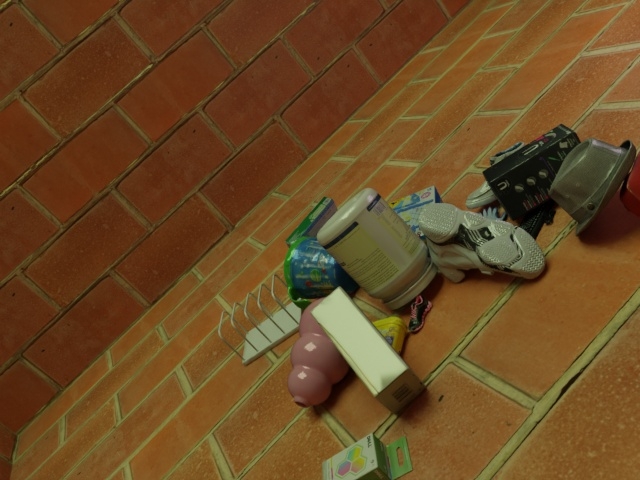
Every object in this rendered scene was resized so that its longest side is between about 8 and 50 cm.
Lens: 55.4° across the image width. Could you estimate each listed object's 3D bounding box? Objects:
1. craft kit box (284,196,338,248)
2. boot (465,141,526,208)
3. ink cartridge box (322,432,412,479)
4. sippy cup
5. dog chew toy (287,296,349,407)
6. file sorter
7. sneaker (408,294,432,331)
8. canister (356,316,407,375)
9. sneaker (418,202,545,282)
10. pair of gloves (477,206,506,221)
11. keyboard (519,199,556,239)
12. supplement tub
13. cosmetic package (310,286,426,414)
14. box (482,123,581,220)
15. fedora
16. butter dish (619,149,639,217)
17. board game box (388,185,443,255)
[{"bbox_3d":[0.000,0.000,2.365,0.061,0.246,0.250,20,61,42],"label":"craft kit box"},{"bbox_3d":[0.559,-0.212,1.950,0.258,0.123,0.095,-32,18,-2],"label":"boot"},{"bbox_3d":[0.104,0.526,1.420,0.209,0.062,0.109,-35,22,14],"label":"ink cartridge box"},{"bbox_3d":[0.026,0.102,2.181,0.224,0.240,0.305,1,83,45],"label":"sippy cup"},{"bbox_3d":[0.006,0.333,1.794,0.207,0.207,0.331,-15,42,48],"label":"dog chew toy"},{"bbox_3d":[-0.224,0.289,2.278,0.278,0.173,0.192,-36,22,14],"label":"file sorter"},{"bbox_3d":[0.276,0.208,1.755,0.047,0.057,0.119,-13,36,46],"label":"sneaker"},{"bbox_3d":[0.171,0.309,1.715,0.126,0.073,0.169,-23,29,35],"label":"canister"},{"bbox_3d":[0.448,0.037,1.705,0.366,0.210,0.137,27,65,30],"label":"sneaker"},{"bbox_3d":[0.476,-0.054,1.888,0.198,0.023,0.159,-11,30,19],"label":"pair of gloves"},{"bbox_3d":[0.623,-0.067,1.751,0.108,0.023,0.180,-9,39,53],"label":"keyboard"},{"bbox_3d":[0.174,0.027,1.851,0.235,0.325,0.235,-43,6,5],"label":"supplement tub"},{"bbox_3d":[0.119,0.279,1.570,0.113,0.160,0.309,-41,49,-1],"label":"cosmetic package"},{"bbox_3d":[0.633,-0.201,1.780,0.270,0.143,0.165,-33,11,16],"label":"box"},{"bbox_3d":[0.660,-0.152,1.526,0.243,0.124,0.275,-56,-10,-25],"label":"fedora"},{"bbox_3d":[0.774,-0.107,1.448,0.159,0.160,0.118,-54,2,-30],"label":"butter dish"},{"bbox_3d":[0.276,-0.033,2.120,0.302,0.086,0.308,-21,28,22],"label":"board game box"}]
